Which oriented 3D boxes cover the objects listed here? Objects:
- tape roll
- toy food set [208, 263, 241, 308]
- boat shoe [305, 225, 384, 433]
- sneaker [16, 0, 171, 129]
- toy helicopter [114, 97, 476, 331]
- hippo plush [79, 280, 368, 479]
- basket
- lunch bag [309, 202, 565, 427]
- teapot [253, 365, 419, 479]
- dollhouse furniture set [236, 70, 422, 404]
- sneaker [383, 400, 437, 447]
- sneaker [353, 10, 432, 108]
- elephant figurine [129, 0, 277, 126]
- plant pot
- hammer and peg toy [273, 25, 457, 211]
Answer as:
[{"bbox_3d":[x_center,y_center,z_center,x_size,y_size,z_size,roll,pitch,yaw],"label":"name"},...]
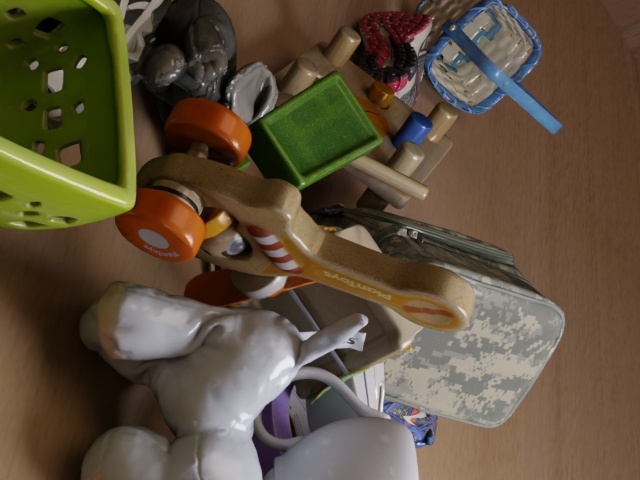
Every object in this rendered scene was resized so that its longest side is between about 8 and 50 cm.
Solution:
[{"bbox_3d":[-0.032,0.227,1.561,0.189,0.080,0.189,33,48,-47],"label":"tape roll"},{"bbox_3d":[-0.089,0.051,1.637,0.132,0.039,0.192,47,35,-35],"label":"toy food set"},{"bbox_3d":[0.031,0.119,1.554,0.088,0.096,0.267,19,59,-58],"label":"boat shoe"},{"bbox_3d":[-0.260,-0.273,1.475,0.146,0.122,0.330,51,32,-33],"label":"sneaker"},{"bbox_3d":[-0.022,0.018,1.293,0.235,0.355,0.140,97,15,-62],"label":"toy helicopter"},{"bbox_3d":[-0.116,0.187,1.325,0.234,0.294,0.236,86,13,-76],"label":"hippo plush"},{"bbox_3d":[0.302,-0.321,2.377,0.255,0.201,0.289,34,12,-46],"label":"basket"},{"bbox_3d":[0.128,0.080,1.751,0.305,0.212,0.256,18,18,-32],"label":"lunch bag"},{"bbox_3d":[0.004,0.298,1.378,0.256,0.187,0.252,-92,-177,-68],"label":"teapot"},{"bbox_3d":[0.000,0.000,1.484,0.151,0.197,0.301,-35,92,-46],"label":"dollhouse furniture set"},{"bbox_3d":[0.107,0.247,1.807,0.221,0.083,0.087,9,71,-54],"label":"sneaker"},{"bbox_3d":[0.115,-0.293,2.183,0.299,0.121,0.112,-71,161,-52],"label":"sneaker"},{"bbox_3d":[-0.140,-0.166,1.614,0.239,0.186,0.169,59,-6,-38],"label":"elephant figurine"},{"bbox_3d":[-0.318,-0.124,1.179,0.227,0.207,0.228,27,48,-52],"label":"plant pot"},{"bbox_3d":[0.040,-0.144,1.820,0.266,0.127,0.361,38,30,1],"label":"hammer and peg toy"}]
